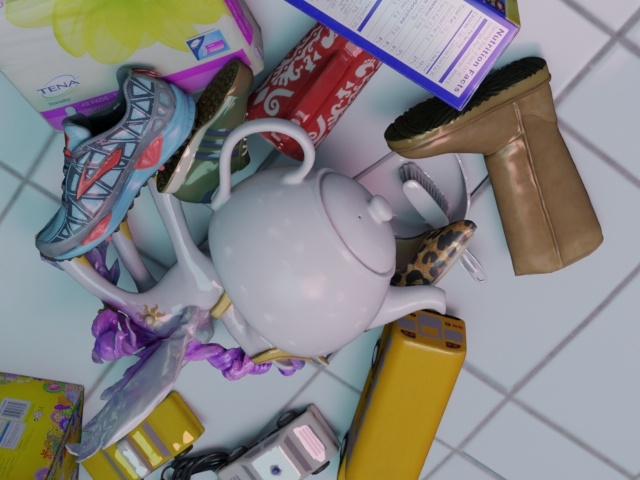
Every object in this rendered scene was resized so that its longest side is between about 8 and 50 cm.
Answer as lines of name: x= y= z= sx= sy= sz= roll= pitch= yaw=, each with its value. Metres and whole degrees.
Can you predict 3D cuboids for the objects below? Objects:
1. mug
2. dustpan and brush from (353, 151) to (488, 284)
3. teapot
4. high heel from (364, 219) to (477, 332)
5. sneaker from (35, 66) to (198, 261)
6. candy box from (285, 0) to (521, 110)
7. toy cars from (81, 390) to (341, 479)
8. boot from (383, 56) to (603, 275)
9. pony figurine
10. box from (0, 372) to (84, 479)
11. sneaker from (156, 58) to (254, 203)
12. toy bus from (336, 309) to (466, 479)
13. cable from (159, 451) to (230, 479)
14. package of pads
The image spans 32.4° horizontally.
mug: x=0.003 y=-0.185 z=1.348 sx=0.113 sy=0.150 sz=0.169 roll=27 pitch=114 yaw=-37
dustpan and brush: x=0.158 y=-0.029 z=1.463 sx=0.147 sy=0.060 sz=0.211 roll=-34 pitch=111 yaw=20
teapot: x=0.000 y=0.000 z=1.313 sx=0.187 sy=0.256 sz=0.253 roll=-34 pitch=68 yaw=24
high heel: x=0.067 y=0.000 z=1.435 sx=0.186 sy=0.093 sz=0.261 roll=45 pitch=131 yaw=-5
sneaker: x=-0.271 y=-0.097 z=1.310 sx=0.125 sy=0.104 sz=0.262 roll=37 pitch=93 yaw=-35
candy box: x=0.056 y=-0.315 z=1.199 sx=0.317 sy=0.268 sz=0.122 roll=30 pitch=120 yaw=-13
toy cars: x=-0.168 y=0.323 z=1.635 sx=0.393 sy=0.087 sz=0.177 roll=5 pitch=98 yaw=1
boot: x=0.228 y=-0.067 z=1.398 sx=0.236 sy=0.089 sz=0.270 roll=-24 pitch=116 yaw=-4
pony figurine: x=-0.205 y=0.095 z=1.463 sx=0.351 sy=0.303 sz=0.363 roll=-35 pitch=96 yaw=11
box: x=-0.469 y=0.392 z=1.602 sx=0.177 sy=0.290 sz=0.279 roll=9 pitch=118 yaw=-1
sneaker: x=-0.118 y=-0.124 z=1.339 sx=0.086 sy=0.064 sz=0.192 roll=23 pitch=112 yaw=-31
toy bus: x=0.111 y=0.250 z=1.577 sx=0.108 sy=0.130 sz=0.333 roll=14 pitch=118 yaw=-4
cable: x=-0.158 y=0.409 z=1.734 sx=0.150 sy=0.047 sz=0.184 roll=-22 pitch=110 yaw=10
package of pads: x=-0.242 y=-0.255 z=1.297 sx=0.296 sy=0.101 sz=0.229 roll=-16 pitch=147 yaw=11
